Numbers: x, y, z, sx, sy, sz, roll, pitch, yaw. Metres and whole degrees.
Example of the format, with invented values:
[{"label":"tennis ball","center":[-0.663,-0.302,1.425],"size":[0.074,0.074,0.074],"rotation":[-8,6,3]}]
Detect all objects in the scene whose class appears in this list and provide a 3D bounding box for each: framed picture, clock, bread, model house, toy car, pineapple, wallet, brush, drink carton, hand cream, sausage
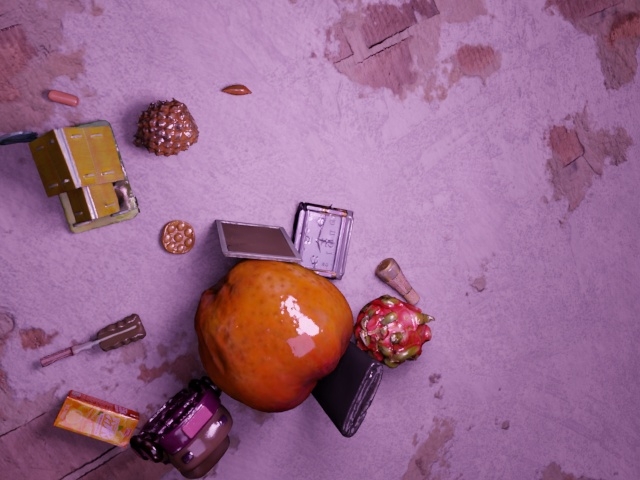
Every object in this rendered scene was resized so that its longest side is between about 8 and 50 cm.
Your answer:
[{"label":"framed picture","center":[-0.194,0.000,1.563],"size":[0.230,0.293,0.018],"rotation":[6,108,-17]},{"label":"clock","center":[0.000,0.000,1.727],"size":[0.186,0.083,0.254],"rotation":[10,92,-18]},{"label":"bread","center":[-0.444,-0.010,1.617],"size":[0.109,0.024,0.110],"rotation":[-2,96,-18]},{"label":"model house","center":[-0.692,-0.160,1.370],"size":[0.339,0.323,0.301],"rotation":[-17,99,-15]},{"label":"toy car","center":[-0.376,0.579,1.531],"size":[0.240,0.340,0.271],"rotation":[51,57,-9]},{"label":"pineapple","center":[-0.462,-0.323,1.520],"size":[0.193,0.166,0.166],"rotation":[-26,102,-2]},{"label":"wallet","center":[0.063,0.426,1.614],"size":[0.062,0.406,0.229],"rotation":[25,87,-15]},{"label":"brush","center":[-0.680,0.309,1.552],"size":[0.300,0.071,0.084],"rotation":[-21,89,-14]},{"label":"drink carton","center":[-0.673,0.540,1.570],"size":[0.222,0.071,0.096],"rotation":[27,85,-18]},{"label":"hand cream","center":[0.284,0.154,1.835],"size":[0.084,0.084,0.203],"rotation":[-47,111,-8]},{"label":"sausage","center":[-0.737,-0.408,1.487],"size":[0.083,0.034,0.034],"rotation":[13,91,-17]}]

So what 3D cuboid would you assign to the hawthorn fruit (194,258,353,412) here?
[{"label":"hawthorn fruit","center":[-0.152,0.266,1.543],"size":[0.470,0.471,0.473],"rotation":[-2,95,-17]}]

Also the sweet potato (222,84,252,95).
[{"label":"sweet potato","center":[-0.262,-0.472,1.629],"size":[0.094,0.034,0.034],"rotation":[-4,96,-20]}]

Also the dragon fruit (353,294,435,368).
[{"label":"dragon fruit","center":[0.241,0.312,1.749],"size":[0.237,0.231,0.302],"rotation":[-60,149,-4]}]
